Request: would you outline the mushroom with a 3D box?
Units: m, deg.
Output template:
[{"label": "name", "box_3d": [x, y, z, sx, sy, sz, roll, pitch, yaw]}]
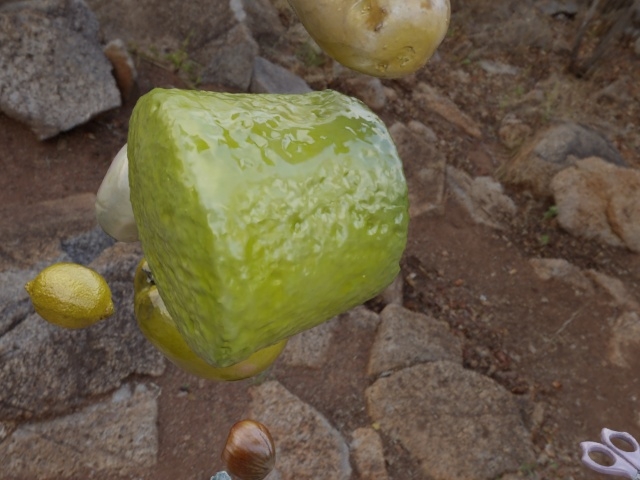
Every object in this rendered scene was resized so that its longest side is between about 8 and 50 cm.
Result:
[{"label": "mushroom", "box_3d": [-0.365, -0.102, 1.365, 0.202, 0.246, 0.246, 31, 38, -9]}]

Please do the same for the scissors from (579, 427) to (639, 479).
[{"label": "scissors", "box_3d": [0.506, 0.369, 0.987, 0.110, 0.021, 0.212, -18, 30, -24]}]

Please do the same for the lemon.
[{"label": "lemon", "box_3d": [-0.713, 0.159, 1.829, 0.257, 0.188, 0.188, 20, 41, -15]}]

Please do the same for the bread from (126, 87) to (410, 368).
[{"label": "bread", "box_3d": [-0.078, -0.041, 0.825, 0.308, 0.348, 0.348, -19, 62, -26]}]

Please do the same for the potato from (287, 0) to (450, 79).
[{"label": "potato", "box_3d": [0.054, -0.277, 0.724, 0.150, 0.146, 0.233, 19, 31, -47]}]

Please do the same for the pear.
[{"label": "pear", "box_3d": [-0.188, 0.121, 1.176, 0.285, 0.285, 0.336, 46, -2, 12]}]

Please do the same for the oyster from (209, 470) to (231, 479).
[{"label": "oyster", "box_3d": [-0.226, 0.568, 1.417, 0.100, 0.037, 0.098, 1, 62, -60]}]

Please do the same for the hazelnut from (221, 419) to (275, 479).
[{"label": "hazelnut", "box_3d": [-0.188, 0.563, 1.698, 0.150, 0.150, 0.150, 21, 40, -19]}]
